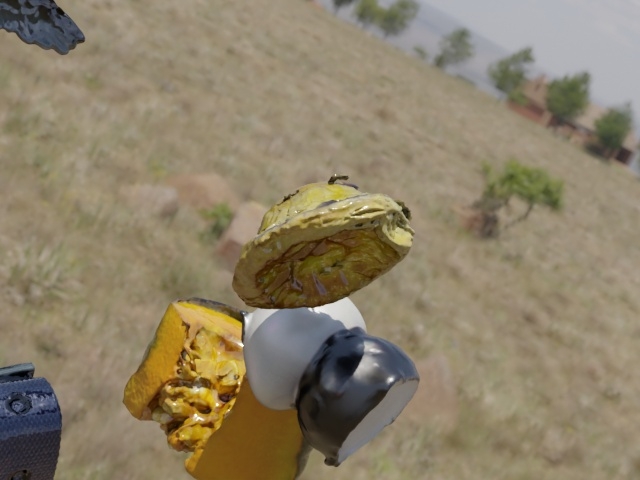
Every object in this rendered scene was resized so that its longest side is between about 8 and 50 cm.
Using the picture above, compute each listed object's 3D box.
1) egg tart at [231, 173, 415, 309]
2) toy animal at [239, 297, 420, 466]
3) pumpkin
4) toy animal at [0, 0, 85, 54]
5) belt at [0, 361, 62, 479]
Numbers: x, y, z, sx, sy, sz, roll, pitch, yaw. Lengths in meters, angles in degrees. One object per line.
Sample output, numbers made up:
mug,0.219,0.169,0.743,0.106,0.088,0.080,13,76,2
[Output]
egg tart,0.000,0.000,1.530,0.241,0.241,0.106,15,47,-50
toy animal,0.004,0.164,1.698,0.235,0.165,0.187,39,48,24
pumpkin,-0.134,0.240,1.947,0.303,0.225,0.256,42,14,36
toy animal,-0.338,-0.262,1.133,0.272,0.197,0.160,3,-14,-25
belt,-0.387,0.245,1.468,0.126,0.230,0.140,-6,57,-32
